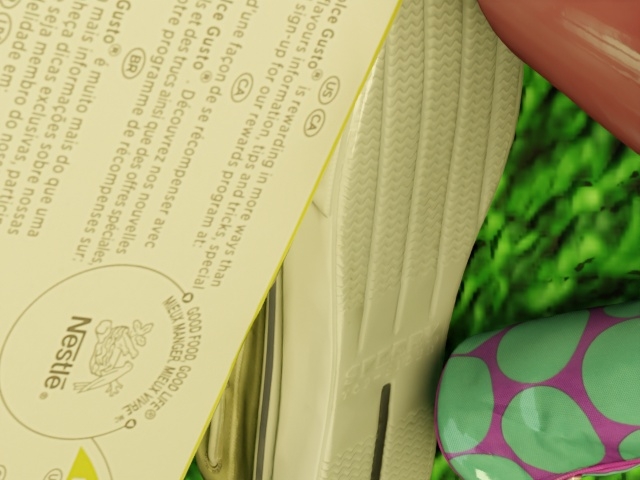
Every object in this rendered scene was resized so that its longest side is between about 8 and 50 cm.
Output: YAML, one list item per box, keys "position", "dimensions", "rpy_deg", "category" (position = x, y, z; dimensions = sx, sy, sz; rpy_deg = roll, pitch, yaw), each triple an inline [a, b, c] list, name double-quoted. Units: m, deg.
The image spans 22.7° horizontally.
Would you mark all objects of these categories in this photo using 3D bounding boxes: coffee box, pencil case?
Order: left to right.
- position: [-0.224, -0.068, 0.566]
  dimensions: [0.337, 0.334, 0.338]
  rpy_deg: [48, 120, 49]
  category: "coffee box"
- position: [0.117, 0.054, 0.561]
  dimensions: [0.151, 0.064, 0.070]
  rpy_deg: [-18, 71, 40]
  category: "pencil case"

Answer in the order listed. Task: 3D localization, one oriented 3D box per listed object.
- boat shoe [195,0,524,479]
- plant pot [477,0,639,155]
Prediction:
- position: [0.000, 0.000, 0.622]
  dimensions: [0.094, 0.109, 0.302]
  rpy_deg: [27, 117, 35]
  category: "boat shoe"
- position: [0.143, -0.084, 0.442]
  dimensions: [0.180, 0.201, 0.201]
  rpy_deg: [31, 118, 48]
  category: "plant pot"
